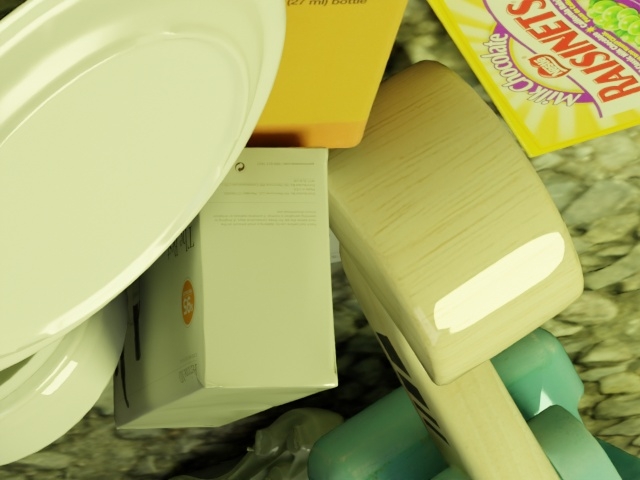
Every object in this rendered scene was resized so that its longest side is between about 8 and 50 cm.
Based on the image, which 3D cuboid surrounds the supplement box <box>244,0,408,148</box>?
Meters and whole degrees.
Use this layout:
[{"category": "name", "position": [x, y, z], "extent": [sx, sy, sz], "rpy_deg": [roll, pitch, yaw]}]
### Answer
[{"category": "supplement box", "position": [-0.006, -0.123, 0.724], "extent": [0.078, 0.080, 0.233], "rpy_deg": [-2, 152, -13]}]

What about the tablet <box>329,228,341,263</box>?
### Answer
[{"category": "tablet", "position": [0.000, 0.000, 1.022], "extent": [0.083, 0.006, 0.054], "rpy_deg": [-12, 151, 3]}]

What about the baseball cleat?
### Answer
[{"category": "baseball cleat", "position": [-0.033, 0.169, 1.253], "extent": [0.109, 0.072, 0.206], "rpy_deg": [10, 149, -40]}]

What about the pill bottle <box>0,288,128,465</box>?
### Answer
[{"category": "pill bottle", "position": [-0.184, -0.019, 0.770], "extent": [0.161, 0.161, 0.283], "rpy_deg": [-14, 151, 8]}]

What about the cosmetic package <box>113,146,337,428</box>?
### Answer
[{"category": "cosmetic package", "position": [-0.051, 0.029, 0.884], "extent": [0.060, 0.099, 0.239], "rpy_deg": [-2, 171, -15]}]

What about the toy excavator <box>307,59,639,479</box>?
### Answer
[{"category": "toy excavator", "position": [0.086, 0.122, 1.052], "extent": [0.222, 0.445, 0.433], "rpy_deg": [-33, -170, -8]}]

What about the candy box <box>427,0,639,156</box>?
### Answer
[{"category": "candy box", "position": [0.107, -0.103, 0.845], "extent": [0.105, 0.027, 0.206], "rpy_deg": [-15, 151, 18]}]

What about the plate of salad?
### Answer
[{"category": "plate of salad", "position": [-0.092, -0.028, 0.672], "extent": [0.200, 0.048, 0.200], "rpy_deg": [-39, 158, -19]}]
